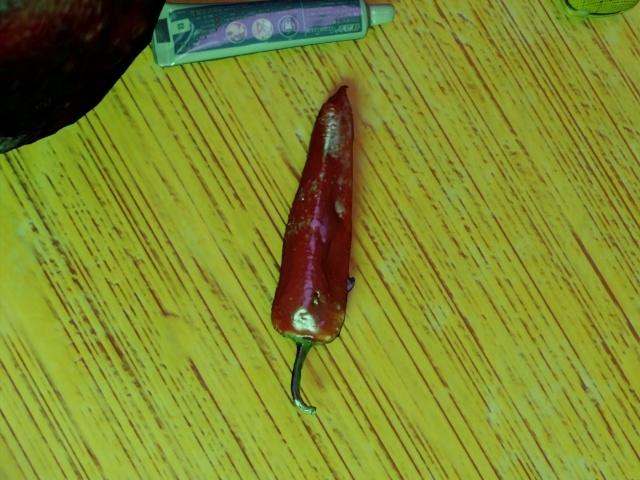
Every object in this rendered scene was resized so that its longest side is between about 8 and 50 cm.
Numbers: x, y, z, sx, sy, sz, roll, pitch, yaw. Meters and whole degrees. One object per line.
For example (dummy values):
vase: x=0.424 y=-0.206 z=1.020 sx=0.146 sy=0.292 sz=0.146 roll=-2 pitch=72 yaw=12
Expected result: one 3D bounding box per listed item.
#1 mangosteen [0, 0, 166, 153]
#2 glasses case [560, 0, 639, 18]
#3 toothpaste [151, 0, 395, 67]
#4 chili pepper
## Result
mangosteen: x=-0.264 y=-0.226 z=0.896 sx=0.381 sy=0.421 sz=0.381 roll=2 pitch=83 yaw=-21
glasses case: x=0.211 y=-0.299 z=1.164 sx=0.079 sy=0.064 sz=0.234 roll=-7 pitch=79 yaw=-18
toothpaste: x=-0.037 y=-0.171 z=1.110 sx=0.197 sy=0.035 sz=0.057 roll=-7 pitch=72 yaw=-9
chili pepper: x=0.000 y=0.000 z=1.076 sx=0.059 sy=0.050 sz=0.268 roll=7 pitch=77 yaw=8
